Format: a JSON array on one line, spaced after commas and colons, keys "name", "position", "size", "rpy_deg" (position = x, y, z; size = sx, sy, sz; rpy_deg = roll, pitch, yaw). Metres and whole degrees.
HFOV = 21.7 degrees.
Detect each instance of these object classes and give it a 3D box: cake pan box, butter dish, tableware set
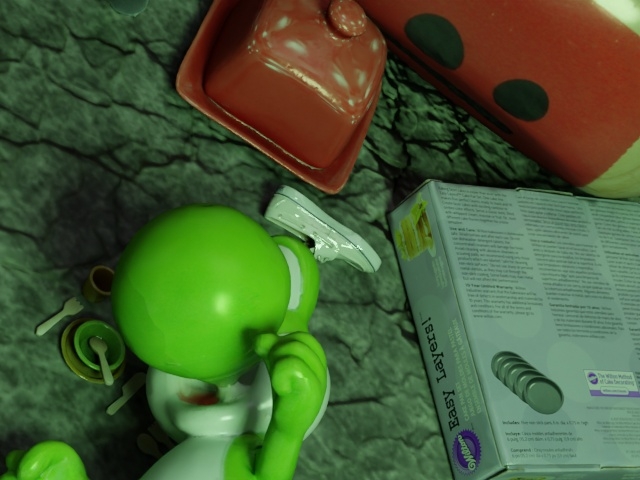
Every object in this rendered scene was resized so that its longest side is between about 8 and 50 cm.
[{"name": "cake pan box", "position": [0.199, 0.079, 1.335], "size": [0.266, 0.070, 0.246], "rpy_deg": [3, 62, -35]}, {"name": "butter dish", "position": [-0.007, -0.145, 1.294], "size": [0.160, 0.118, 0.160], "rpy_deg": [34, 48, -14]}, {"name": "tableware set", "position": [-0.110, 0.083, 1.132], "size": [0.154, 0.024, 0.104], "rpy_deg": [47, 45, -1]}]

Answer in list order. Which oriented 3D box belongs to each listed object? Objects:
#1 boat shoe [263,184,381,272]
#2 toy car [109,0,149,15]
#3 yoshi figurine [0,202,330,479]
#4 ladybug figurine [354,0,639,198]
[{"name": "boat shoe", "position": [0.000, 0.000, 1.267], "size": [0.100, 0.035, 0.035], "rpy_deg": [37, 73, -16]}, {"name": "toy car", "position": [-0.133, -0.257, 1.271], "size": [0.155, 0.149, 0.188], "rpy_deg": [35, 57, 4]}, {"name": "yoshi figurine", "position": [-0.081, 0.126, 0.996], "size": [0.203, 0.203, 0.362], "rpy_deg": [15, 55, -10]}, {"name": "ladybug figurine", "position": [0.157, -0.186, 1.363], "size": [0.449, 0.305, 0.162], "rpy_deg": [38, 89, -2]}]
